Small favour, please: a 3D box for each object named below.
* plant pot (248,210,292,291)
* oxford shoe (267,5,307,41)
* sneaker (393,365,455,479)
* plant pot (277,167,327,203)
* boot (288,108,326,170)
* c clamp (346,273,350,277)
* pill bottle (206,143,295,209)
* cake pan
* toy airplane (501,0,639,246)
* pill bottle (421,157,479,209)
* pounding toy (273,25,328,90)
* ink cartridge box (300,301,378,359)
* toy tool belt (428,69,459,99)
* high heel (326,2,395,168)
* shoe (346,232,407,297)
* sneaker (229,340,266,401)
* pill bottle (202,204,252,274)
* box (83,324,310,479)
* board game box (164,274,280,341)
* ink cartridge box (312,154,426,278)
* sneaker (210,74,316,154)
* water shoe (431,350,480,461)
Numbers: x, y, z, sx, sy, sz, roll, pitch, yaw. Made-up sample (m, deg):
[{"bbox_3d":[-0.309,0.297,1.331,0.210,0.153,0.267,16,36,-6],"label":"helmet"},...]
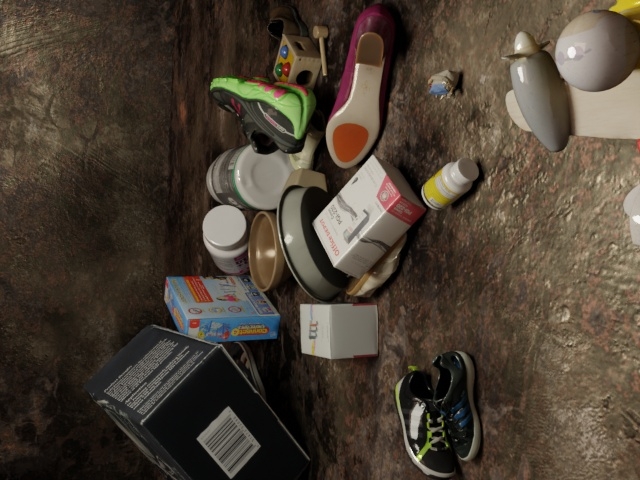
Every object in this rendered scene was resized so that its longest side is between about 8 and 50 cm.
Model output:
[{"bbox_3d":[-0.127,0.033,2.065,0.237,0.109,0.238,-179,90,-65],"label":"plant pot"},{"bbox_3d":[-0.116,-0.646,2.063,0.227,0.096,0.083,-122,38,-51],"label":"oxford shoe"},{"bbox_3d":[0.207,0.356,1.381,0.097,0.084,0.235,-66,34,39],"label":"sneaker"},{"bbox_3d":[-0.041,-0.139,1.901,0.109,0.108,0.096,-10,68,64],"label":"plant pot"},{"bbox_3d":[-0.055,-0.314,1.954,0.213,0.077,0.165,63,145,35],"label":"boot"},{"bbox_3d":[0.103,0.010,1.600,0.161,0.022,0.137,-62,7,-16],"label":"c clamp"},{"bbox_3d":[-0.222,-0.194,2.159,0.361,0.204,0.204,-175,85,-65],"label":"pill bottle"},{"bbox_3d":[0.000,0.000,1.648,0.054,0.293,0.294,-19,69,26],"label":"cake pan"},{"bbox_3d":[0.379,-0.179,0.797,0.386,0.272,0.385,118,142,-45],"label":"toy airplane"},{"bbox_3d":[0.247,-0.109,1.320,0.116,0.065,0.065,137,128,-57],"label":"pill bottle"},{"bbox_3d":[-0.051,-0.503,1.923,0.181,0.094,0.206,-114,34,-42],"label":"pounding toy"},{"bbox_3d":[0.042,0.214,1.683,0.176,0.128,0.128,173,96,-66],"label":"ink cartridge box"},{"bbox_3d":[0.235,-0.300,1.363,0.083,0.052,0.051,179,99,-65],"label":"toy tool belt"},{"bbox_3d":[0.103,-0.355,1.633,0.181,0.127,0.377,-74,2,-48],"label":"high heel"},{"bbox_3d":[0.136,0.054,1.569,0.219,0.058,0.077,-52,18,36],"label":"shoe"},{"bbox_3d":[-0.289,0.462,2.395,0.321,0.127,0.126,-125,40,-53],"label":"sneaker"},{"bbox_3d":[-0.289,-0.001,2.241,0.283,0.160,0.161,86,175,-72],"label":"pill bottle"},{"bbox_3d":[-0.364,0.529,2.019,0.471,0.297,0.480,3,132,55],"label":"box"},{"bbox_3d":[-0.325,0.216,2.262,0.308,0.301,0.086,-135,51,-57],"label":"board game box"},{"bbox_3d":[0.099,-0.051,1.511,0.218,0.092,0.159,-49,41,21],"label":"ink cartridge box"},{"bbox_3d":[-0.179,-0.344,1.916,0.482,0.185,0.202,34,124,58],"label":"sneaker"},{"bbox_3d":[0.245,0.311,1.305,0.073,0.080,0.203,159,109,-64],"label":"water shoe"}]
